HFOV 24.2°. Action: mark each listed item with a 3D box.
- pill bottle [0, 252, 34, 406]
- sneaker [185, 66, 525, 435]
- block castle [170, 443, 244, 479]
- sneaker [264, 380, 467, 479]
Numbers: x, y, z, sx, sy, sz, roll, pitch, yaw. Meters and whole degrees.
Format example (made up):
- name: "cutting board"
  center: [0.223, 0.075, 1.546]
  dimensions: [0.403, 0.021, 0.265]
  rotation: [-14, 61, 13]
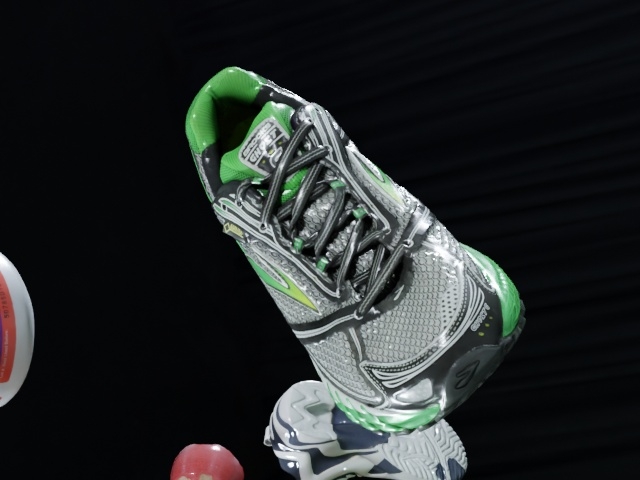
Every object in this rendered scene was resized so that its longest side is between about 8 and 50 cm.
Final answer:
- name: "pill bottle"
  center: [-0.461, 0.097, 1.488]
  dimensions: [0.323, 0.181, 0.181]
  rotation: [-2, -99, -46]
- name: "sneaker"
  center: [0.000, 0.000, 0.960]
  dimensions: [0.146, 0.134, 0.343]
  rotation: [47, 177, -40]
- name: "block castle"
  center: [-0.075, 0.472, 1.769]
  dimensions: [0.453, 0.303, 0.213]
  rotation: [43, -158, -12]
- name: "sneaker"
  center: [0.041, 0.244, 1.737]
  dimensions: [0.235, 0.153, 0.094]
  rotation: [13, -118, -18]
